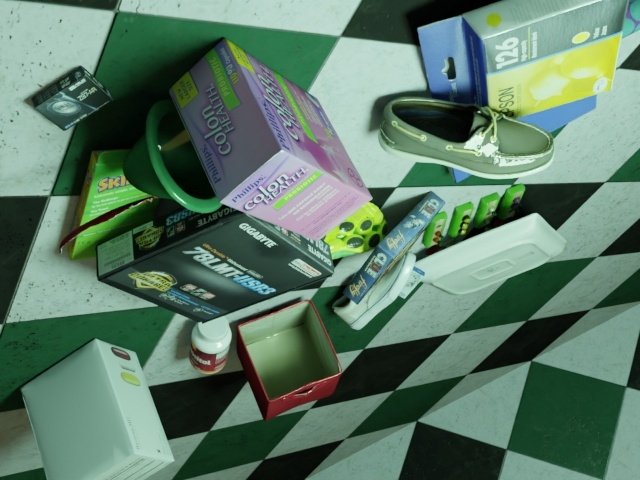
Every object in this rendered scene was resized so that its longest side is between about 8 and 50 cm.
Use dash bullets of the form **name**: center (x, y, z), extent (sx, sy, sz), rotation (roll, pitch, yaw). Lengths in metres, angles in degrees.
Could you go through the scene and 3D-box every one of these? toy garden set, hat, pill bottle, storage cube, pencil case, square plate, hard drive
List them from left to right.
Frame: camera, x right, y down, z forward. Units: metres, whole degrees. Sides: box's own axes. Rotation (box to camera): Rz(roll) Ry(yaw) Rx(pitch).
- **hat**: center (-0.263, -0.095, 1.223), extent (0.183, 0.173, 0.208), rotation (-20, 173, 28)
- **pill bottle**: center (-0.238, 0.220, 1.811), extent (0.086, 0.086, 0.152), rotation (-15, 149, -22)
- **storage cube**: center (-0.077, 0.276, 1.922), extent (0.183, 0.215, 0.193), rotation (-20, 158, -15)
- **toy garden set**: center (0.357, -0.021, 1.957), extent (0.244, 0.049, 0.204), rotation (-20, 151, -14)
- **square plate**: center (0.413, 0.052, 2.044), extent (0.344, 0.049, 0.347), rotation (-24, 159, 22)
- **hard drive**: center (0.383, -0.244, 1.612), extent (0.318, 0.040, 0.210), rotation (-28, 152, 3)
- **pencil case**: center (0.506, -0.377, 1.467), extent (0.151, 0.070, 0.064), rotation (-26, 117, 4)

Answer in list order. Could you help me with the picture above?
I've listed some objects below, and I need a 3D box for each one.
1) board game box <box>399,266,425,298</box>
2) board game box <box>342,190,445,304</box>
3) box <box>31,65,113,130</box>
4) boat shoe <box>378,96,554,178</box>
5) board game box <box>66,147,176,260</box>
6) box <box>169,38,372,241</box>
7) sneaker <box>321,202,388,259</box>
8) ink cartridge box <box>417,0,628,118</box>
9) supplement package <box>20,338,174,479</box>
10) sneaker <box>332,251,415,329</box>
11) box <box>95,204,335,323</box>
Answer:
- **board game box**: center (0.184, 0.085, 1.962), extent (0.090, 0.020, 0.090), rotation (29, 130, -9)
- **board game box**: center (0.155, 0.013, 1.728), extent (0.243, 0.042, 0.165), rotation (-42, 169, -45)
- **box**: center (-0.329, -0.188, 1.113), extent (0.083, 0.018, 0.067), rotation (-30, 153, 6)
- **boat shoe**: center (0.251, -0.180, 1.420), extent (0.305, 0.109, 0.091), rotation (8, 153, 5)
- **board game box**: center (-0.317, -0.062, 1.320), extent (0.124, 0.039, 0.259), rotation (-8, 149, -33)
- **box**: center (-0.068, -0.139, 1.214), extent (0.117, 0.214, 0.243), rotation (-38, 150, 20)
- **sneaker**: center (0.000, 0.000, 1.655), extent (0.295, 0.109, 0.123), rotation (-23, -173, -24)
- **ink cartridge box**: center (0.329, -0.292, 1.357), extent (0.307, 0.072, 0.303), rotation (-19, 159, 8)
- **supplement package**: center (-0.452, 0.370, 1.689), extent (0.204, 0.262, 0.145), rotation (-33, 153, 10)
- **sneaker**: center (0.117, 0.109, 1.916), extent (0.091, 0.094, 0.258), rotation (31, 123, -12)
- **box**: center (-0.170, 0.033, 1.410), extent (0.293, 0.073, 0.295), rotation (-20, 151, 21)
